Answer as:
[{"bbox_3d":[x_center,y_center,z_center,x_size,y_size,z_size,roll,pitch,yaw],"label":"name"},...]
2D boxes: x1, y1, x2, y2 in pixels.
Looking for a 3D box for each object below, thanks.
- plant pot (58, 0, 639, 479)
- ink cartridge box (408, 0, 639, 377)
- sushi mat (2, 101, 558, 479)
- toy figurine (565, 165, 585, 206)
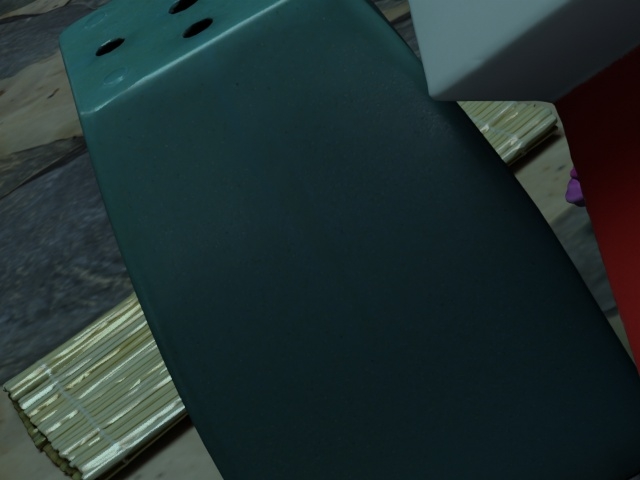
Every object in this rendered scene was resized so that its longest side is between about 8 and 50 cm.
[{"bbox_3d":[0.000,0.000,0.756,0.166,0.234,0.165,-31,26,1],"label":"plant pot"},{"bbox_3d":[0.138,-0.105,0.566,0.066,0.261,0.296,-2,-19,-33],"label":"ink cartridge box"},{"bbox_3d":[-0.026,0.011,1.008,0.316,0.019,0.151,-37,28,-14],"label":"sushi mat"},{"bbox_3d":[0.156,-0.071,0.882,0.173,0.130,0.159,-32,25,54],"label":"toy figurine"}]
